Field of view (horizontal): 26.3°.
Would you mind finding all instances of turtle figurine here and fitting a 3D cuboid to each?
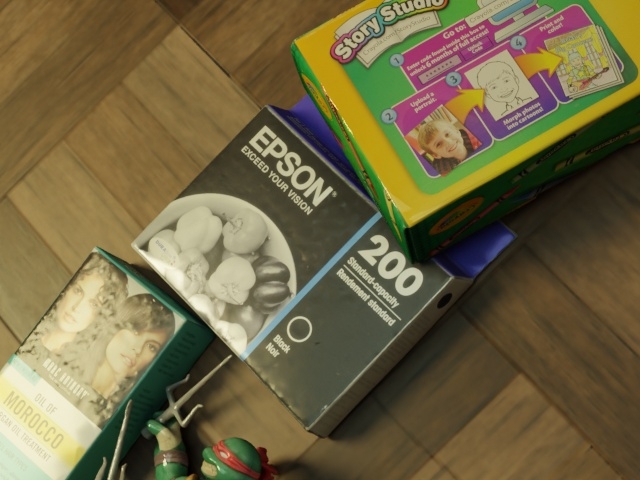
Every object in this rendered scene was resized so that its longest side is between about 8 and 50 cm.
[{"bbox_3d":[-0.114,0.196,0.941,0.118,0.175,0.234,36,97,4],"label":"turtle figurine"}]

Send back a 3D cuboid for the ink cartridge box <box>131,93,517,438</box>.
[{"bbox_3d":[0.000,0.000,1.008,0.208,0.045,0.206,-46,68,-1],"label":"ink cartridge box"}]

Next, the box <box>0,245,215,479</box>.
[{"bbox_3d":[-0.195,0.133,1.023,0.100,0.060,0.244,36,88,22],"label":"box"}]

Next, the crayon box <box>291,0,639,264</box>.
[{"bbox_3d":[0.141,-0.127,0.956,0.278,0.081,0.165,-29,68,-2],"label":"crayon box"}]
